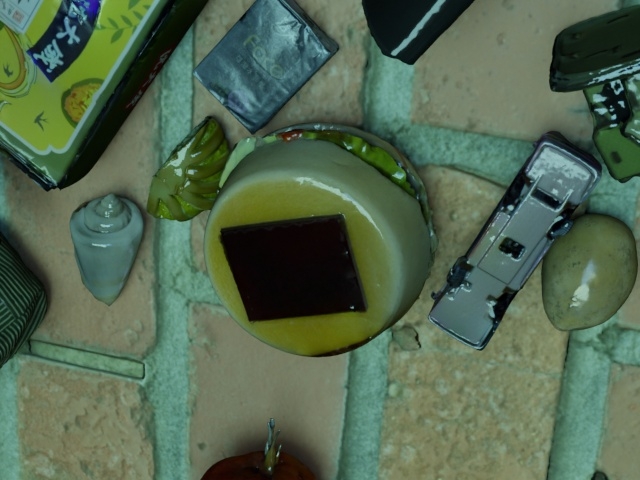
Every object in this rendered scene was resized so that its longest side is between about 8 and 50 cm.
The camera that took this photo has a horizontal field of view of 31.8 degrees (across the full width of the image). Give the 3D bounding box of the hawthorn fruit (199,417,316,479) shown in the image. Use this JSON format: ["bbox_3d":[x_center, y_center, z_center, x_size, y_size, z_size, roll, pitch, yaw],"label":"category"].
[{"bbox_3d":[-0.087,0.377,1.546,0.211,0.211,0.299,12,104,12],"label":"hawthorn fruit"}]

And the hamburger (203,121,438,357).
[{"bbox_3d":[0.000,0.000,1.386,0.301,0.170,0.302,8,117,16],"label":"hamburger"}]

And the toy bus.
[{"bbox_3d":[0.231,-0.005,1.344,0.090,0.112,0.274,32,116,3],"label":"toy bus"}]

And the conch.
[{"bbox_3d":[-0.293,0.006,1.538,0.104,0.094,0.176,8,140,0],"label":"conch"}]

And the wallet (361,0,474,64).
[{"bbox_3d":[0.186,-0.384,1.162,0.062,0.228,0.406,27,120,-34],"label":"wallet"}]

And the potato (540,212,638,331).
[{"bbox_3d":[0.323,0.040,1.343,0.112,0.112,0.147,21,102,8],"label":"potato"}]

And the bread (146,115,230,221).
[{"bbox_3d":[-0.169,-0.078,1.461,0.157,0.083,0.094,-36,109,24],"label":"bread"}]

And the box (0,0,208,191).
[{"bbox_3d":[-0.370,-0.334,1.381,0.420,0.138,0.373,40,116,-1],"label":"box"}]

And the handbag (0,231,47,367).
[{"bbox_3d":[-0.572,0.129,1.570,0.340,0.240,0.247,-30,103,23],"label":"handbag"}]

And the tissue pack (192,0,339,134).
[{"bbox_3d":[-0.068,-0.222,1.383,0.112,0.051,0.156,46,116,-3],"label":"tissue pack"}]

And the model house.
[{"bbox_3d":[0.385,-0.108,1.210,0.204,0.218,0.279,-16,110,22],"label":"model house"}]
